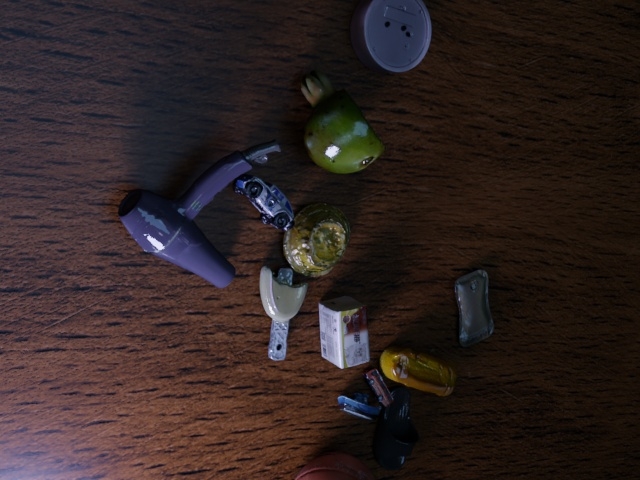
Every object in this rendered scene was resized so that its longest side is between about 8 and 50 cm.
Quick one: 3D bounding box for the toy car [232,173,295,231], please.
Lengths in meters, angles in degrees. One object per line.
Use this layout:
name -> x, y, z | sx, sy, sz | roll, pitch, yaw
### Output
toy car -> -0.121, -0.088, 1.693 | 0.070, 0.080, 0.170 | -49, 119, -13

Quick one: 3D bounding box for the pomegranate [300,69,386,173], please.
pomegranate -> 0.028, -0.257, 1.690 | 0.159, 0.190, 0.241 | -32, 119, 6

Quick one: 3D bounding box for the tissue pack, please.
tissue pack -> 0.061, 0.227, 1.851 | 0.099, 0.106, 0.148 | -10, 105, -28

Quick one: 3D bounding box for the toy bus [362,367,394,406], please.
toy bus -> 0.153, 0.389, 1.969 | 0.043, 0.031, 0.110 | -32, 99, -20

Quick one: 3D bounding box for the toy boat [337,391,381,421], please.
toy boat -> 0.106, 0.433, 1.952 | 0.137, 0.060, 0.060 | 26, 62, -26

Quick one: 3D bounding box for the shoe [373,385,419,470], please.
shoe -> 0.214, 0.522, 2.014 | 0.108, 0.093, 0.241 | -1, 99, -32

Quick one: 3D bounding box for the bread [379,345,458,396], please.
bread -> 0.274, 0.354, 2.014 | 0.245, 0.094, 0.102 | 24, 82, -32

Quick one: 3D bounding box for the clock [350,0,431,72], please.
clock -> 0.170, -0.505, 1.784 | 0.197, 0.068, 0.196 | -7, 103, -30

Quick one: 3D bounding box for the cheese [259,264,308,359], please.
cheese -> -0.097, 0.174, 1.780 | 0.127, 0.050, 0.235 | 3, 98, -32

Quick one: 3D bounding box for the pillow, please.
pillow -> 0.438, 0.192, 2.107 | 0.130, 0.033, 0.217 | -18, 109, -25

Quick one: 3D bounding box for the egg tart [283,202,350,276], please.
egg tart -> 0.000, 0.000, 1.790 | 0.191, 0.074, 0.191 | -5, 100, -29

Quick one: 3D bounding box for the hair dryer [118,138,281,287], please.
hair dryer -> -0.211, -0.077, 1.575 | 0.361, 0.121, 0.301 | -42, 128, 8

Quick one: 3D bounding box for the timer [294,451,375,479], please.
timer -> 0.034, 0.654, 1.849 | 0.215, 0.230, 0.229 | -60, 134, -57
